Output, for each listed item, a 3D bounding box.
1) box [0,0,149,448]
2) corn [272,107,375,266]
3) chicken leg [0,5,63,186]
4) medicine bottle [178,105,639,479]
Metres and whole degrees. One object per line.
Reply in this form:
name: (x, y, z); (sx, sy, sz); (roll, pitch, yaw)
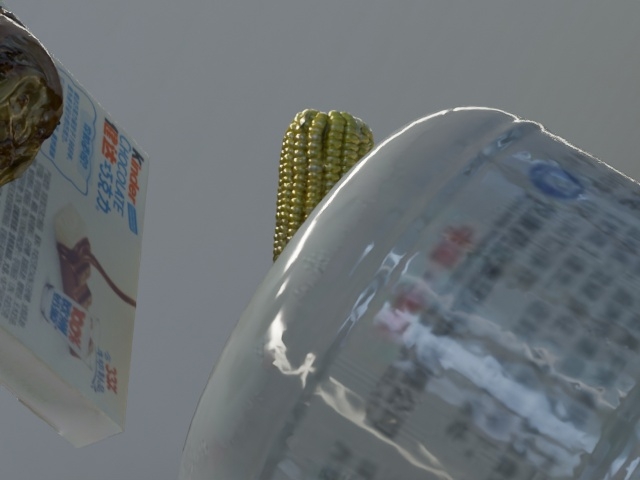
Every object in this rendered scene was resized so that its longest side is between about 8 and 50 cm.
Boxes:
box: (-0.216, -0.035, 1.118); (0.048, 0.273, 0.265); (-23, -48, 22)
corn: (0.000, 0.000, 1.039); (0.085, 0.063, 0.165); (149, 126, -84)
chicken leg: (-0.255, -0.082, 0.843); (0.107, 0.251, 0.087); (-68, -16, -47)
medicine bottle: (0.123, 0.112, 0.669); (0.245, 0.306, 0.245); (-50, -19, -24)
